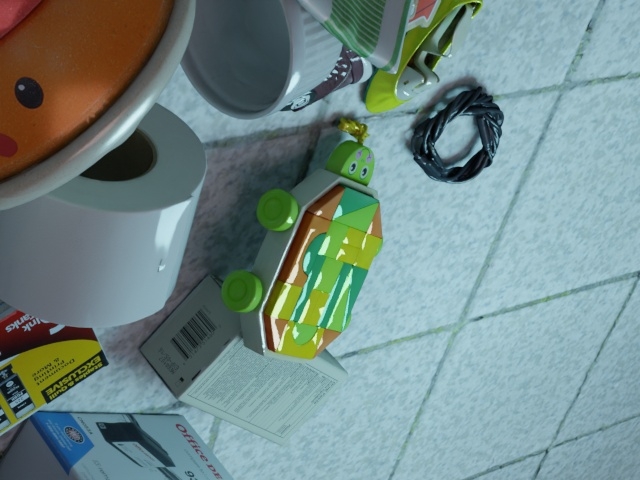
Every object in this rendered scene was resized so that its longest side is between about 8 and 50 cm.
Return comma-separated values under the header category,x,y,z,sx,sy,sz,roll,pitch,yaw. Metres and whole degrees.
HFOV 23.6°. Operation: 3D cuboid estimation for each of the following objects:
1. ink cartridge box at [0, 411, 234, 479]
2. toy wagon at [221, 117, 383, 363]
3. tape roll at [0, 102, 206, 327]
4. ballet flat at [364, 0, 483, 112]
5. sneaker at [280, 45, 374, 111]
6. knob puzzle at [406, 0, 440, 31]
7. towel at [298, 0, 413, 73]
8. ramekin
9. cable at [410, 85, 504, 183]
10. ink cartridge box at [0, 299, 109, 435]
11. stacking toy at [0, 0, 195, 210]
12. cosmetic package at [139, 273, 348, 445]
category,x,y,z,sx,sy,sz,roll,pitch,yaw
ink cartridge box,-0.273,0.363,2.181,0.307,0.223,0.129,9,120,-50
toy wagon,0.000,0.000,2.108,0.267,0.068,0.344,18,96,-59
tape roll,-0.263,-0.042,1.722,0.246,0.246,0.169,-13,137,-37
ballet flat,0.141,-0.252,2.058,0.077,0.077,0.231,8,122,-51
sneaker,-0.036,-0.242,1.865,0.162,0.106,0.281,-36,147,-5
knob puzzle,0.127,-0.357,1.886,0.213,0.030,0.213,-13,106,-58
towel,0.013,-0.360,1.666,0.325,0.038,0.248,40,56,-44
ramekin,-0.067,-0.249,1.739,0.109,0.207,0.207,-24,143,-40
cable,0.209,-0.154,2.277,0.150,0.047,0.184,-50,144,2
ink cartridge box,-0.431,0.163,1.879,0.309,0.130,0.272,-34,147,-14
stacking toy,-0.370,-0.284,1.363,0.350,0.350,0.480,-42,129,-2
cosmetic package,-0.107,0.181,2.252,0.160,0.113,0.309,-46,147,4
